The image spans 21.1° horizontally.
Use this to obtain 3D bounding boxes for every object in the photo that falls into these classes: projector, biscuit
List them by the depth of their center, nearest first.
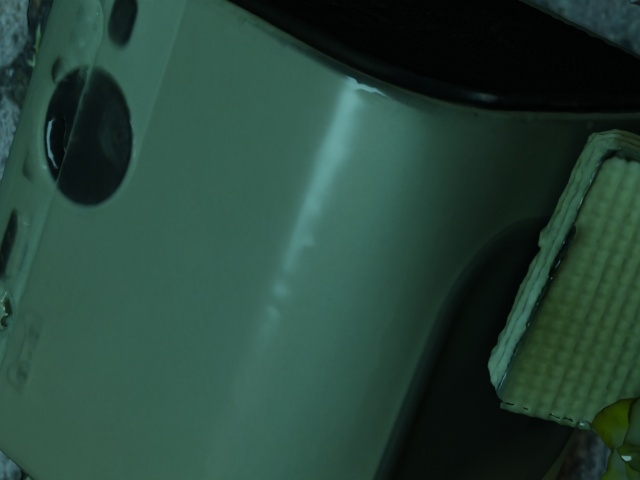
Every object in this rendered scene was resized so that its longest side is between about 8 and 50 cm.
[{"bbox_3d":[0.178,0.033,0.699,0.040,0.199,0.121,-106,34,-64],"label":"biscuit"},{"bbox_3d":[0.000,0.000,0.802,0.248,0.248,0.249,35,115,34],"label":"projector"}]

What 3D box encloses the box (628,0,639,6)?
[{"bbox_3d":[0.169,-0.222,0.768,0.123,0.050,0.229,-24,78,42],"label":"box"}]

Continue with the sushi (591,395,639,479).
[{"bbox_3d":[0.228,0.115,0.488,0.396,0.240,0.351,104,171,-46],"label":"sushi"}]
